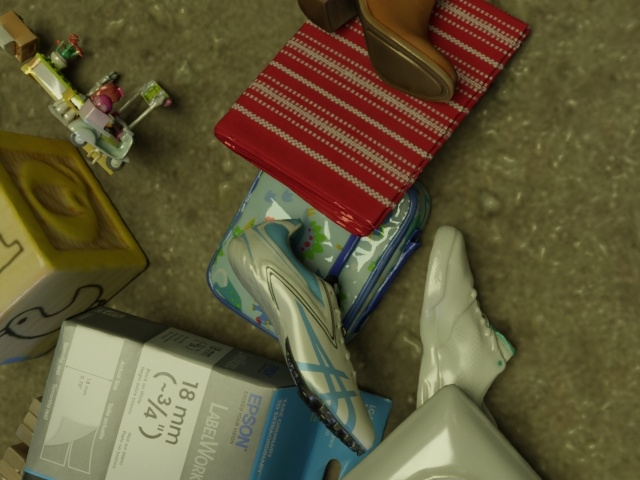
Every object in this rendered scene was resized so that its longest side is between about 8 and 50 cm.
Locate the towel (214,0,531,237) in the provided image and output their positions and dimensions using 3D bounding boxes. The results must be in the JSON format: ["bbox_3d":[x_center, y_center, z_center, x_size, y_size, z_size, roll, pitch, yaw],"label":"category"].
[{"bbox_3d":[0.050,-0.152,0.925,0.198,0.031,0.275,34,73,20],"label":"towel"}]

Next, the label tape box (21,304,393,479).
[{"bbox_3d":[-0.120,0.231,0.960,0.333,0.106,0.241,17,95,5],"label":"label tape box"}]

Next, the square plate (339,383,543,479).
[{"bbox_3d":[0.112,0.371,0.876,0.344,0.049,0.347,-43,90,7],"label":"square plate"}]

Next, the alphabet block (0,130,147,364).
[{"bbox_3d":[-0.353,0.011,1.063,0.197,0.192,0.193,-39,78,18],"label":"alphabet block"}]

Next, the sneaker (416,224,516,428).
[{"bbox_3d":[0.145,0.090,0.929,0.094,0.080,0.212,2,97,11],"label":"sneaker"}]

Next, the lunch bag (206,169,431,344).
[{"bbox_3d":[0.000,0.000,0.974,0.176,0.090,0.219,36,103,16],"label":"lunch bag"}]

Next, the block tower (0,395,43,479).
[{"bbox_3d":[-0.354,0.338,1.110,0.091,0.097,0.336,35,103,19],"label":"block tower"}]

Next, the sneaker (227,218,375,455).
[{"bbox_3d":[-0.003,0.087,0.887,0.086,0.085,0.237,-26,84,-11],"label":"sneaker"}]

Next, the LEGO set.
[{"bbox_3d":[-0.258,-0.181,1.074,0.107,0.132,0.287,-42,51,-1],"label":"LEGO set"}]

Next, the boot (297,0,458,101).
[{"bbox_3d":[0.093,-0.232,0.903,0.152,0.073,0.197,-41,69,-17],"label":"boot"}]
